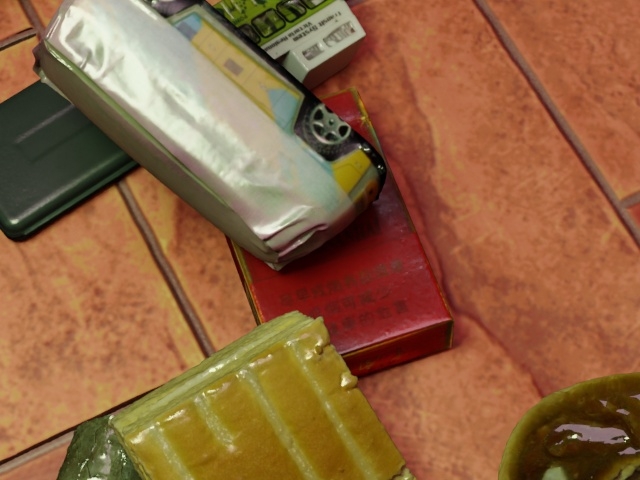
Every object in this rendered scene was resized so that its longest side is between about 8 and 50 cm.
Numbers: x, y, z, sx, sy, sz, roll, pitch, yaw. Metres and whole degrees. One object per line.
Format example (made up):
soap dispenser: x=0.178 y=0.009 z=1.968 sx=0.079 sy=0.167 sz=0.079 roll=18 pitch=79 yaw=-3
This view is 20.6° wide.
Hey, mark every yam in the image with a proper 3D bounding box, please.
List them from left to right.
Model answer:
yam: x=-0.226 y=0.269 z=1.815 sx=0.107 sy=0.107 sz=0.183 roll=13 pitch=65 yaw=7

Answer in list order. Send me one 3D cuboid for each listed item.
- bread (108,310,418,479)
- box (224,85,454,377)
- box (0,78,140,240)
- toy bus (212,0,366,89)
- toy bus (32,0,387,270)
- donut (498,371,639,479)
bread: x=-0.048 y=0.228 z=1.779 sx=0.239 sy=0.111 sz=0.246 roll=-31 pitch=101 yaw=-12
box: x=0.001 y=0.000 z=1.952 sx=0.197 sy=0.089 sz=0.313 roll=-18 pitch=65 yaw=-6
box: x=-0.302 y=-0.113 z=2.035 sx=0.230 sy=0.050 sz=0.160 roll=-34 pitch=68 yaw=-16
toy bus: x=-0.100 y=-0.207 z=2.020 sx=0.302 sy=0.113 sz=0.139 roll=-34 pitch=81 yaw=-26
toy bus: x=-0.120 y=-0.129 z=1.848 sx=0.386 sy=0.171 sz=0.162 roll=40 pitch=80 yaw=0
donut: x=0.335 y=0.294 z=1.773 sx=0.330 sy=0.160 sz=0.330 roll=-3 pitch=52 yaw=4
